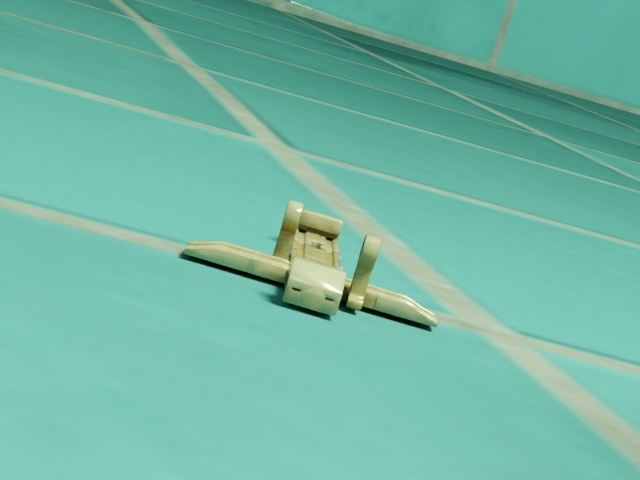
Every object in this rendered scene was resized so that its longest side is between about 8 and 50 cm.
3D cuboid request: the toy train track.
[{"bbox_3d":[0.000,0.000,0.381,0.048,0.014,0.083,16,7,-2],"label":"toy train track"}]
